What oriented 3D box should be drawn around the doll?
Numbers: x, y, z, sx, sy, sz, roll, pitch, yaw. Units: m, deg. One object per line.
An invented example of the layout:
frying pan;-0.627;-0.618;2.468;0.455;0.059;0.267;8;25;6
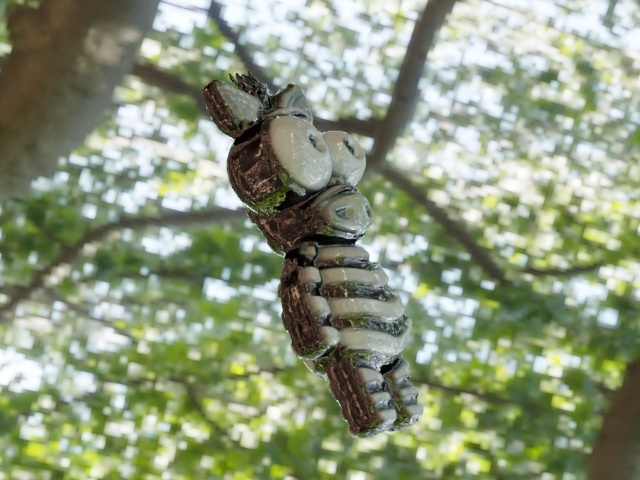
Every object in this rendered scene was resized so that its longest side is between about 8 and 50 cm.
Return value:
doll;0.000;0.000;0.874;0.067;0.091;0.219;-31;-105;32
